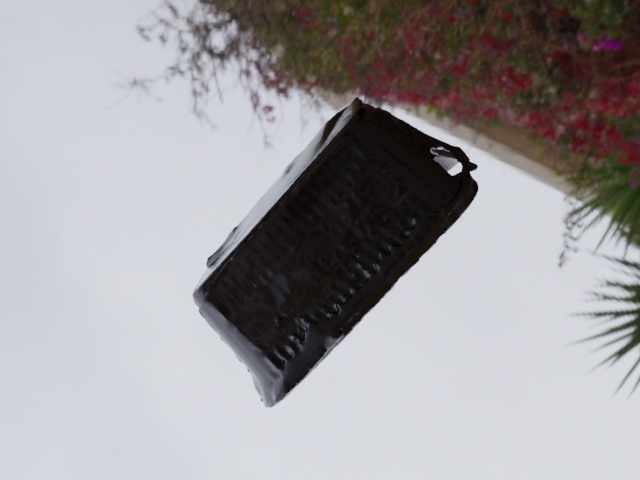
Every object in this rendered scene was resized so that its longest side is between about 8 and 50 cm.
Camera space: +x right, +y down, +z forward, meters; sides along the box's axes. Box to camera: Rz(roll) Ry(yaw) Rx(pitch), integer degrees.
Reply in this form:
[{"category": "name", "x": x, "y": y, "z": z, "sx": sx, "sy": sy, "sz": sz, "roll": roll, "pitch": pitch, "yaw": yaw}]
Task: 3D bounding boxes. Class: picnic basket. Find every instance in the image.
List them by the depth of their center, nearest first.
[{"category": "picnic basket", "x": 0.000, "y": 0.000, "z": 0.986, "sx": 0.129, "sy": 0.297, "sz": 0.222, "roll": 40, "pitch": -166, "yaw": -9}]
